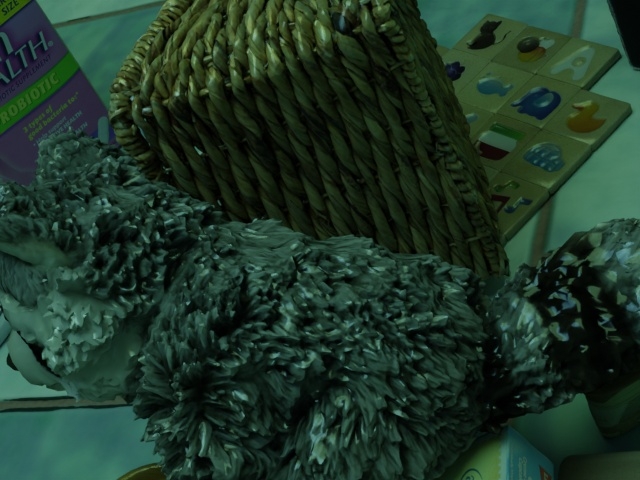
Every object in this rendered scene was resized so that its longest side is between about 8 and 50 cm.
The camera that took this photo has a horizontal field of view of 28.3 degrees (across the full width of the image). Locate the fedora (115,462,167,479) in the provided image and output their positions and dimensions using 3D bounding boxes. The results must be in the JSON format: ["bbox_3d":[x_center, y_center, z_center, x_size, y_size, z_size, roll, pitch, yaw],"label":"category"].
[{"bbox_3d":[-0.121,0.222,0.920,0.194,0.079,0.194,-18,41,16],"label":"fedora"}]

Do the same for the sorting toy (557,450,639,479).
[{"bbox_3d":[0.176,0.217,0.735,0.193,0.038,0.208,-19,36,55],"label":"sorting toy"}]

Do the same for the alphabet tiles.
[{"bbox_3d":[0.106,-0.085,1.166,0.342,0.011,0.285,-45,41,-17],"label":"alphabet tiles"}]

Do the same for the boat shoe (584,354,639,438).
[{"bbox_3d":[0.253,0.084,0.874,0.153,0.048,0.056,-28,26,-8],"label":"boat shoe"}]

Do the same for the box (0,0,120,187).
[{"bbox_3d":[-0.362,-0.139,1.329,0.213,0.243,0.117,-44,41,-18],"label":"box"}]

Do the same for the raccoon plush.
[{"bbox_3d":[0.000,0.000,0.818,0.446,0.299,0.216,-32,9,1],"label":"raccoon plush"}]

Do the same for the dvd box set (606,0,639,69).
[{"bbox_3d":[0.358,-0.398,1.113,0.062,0.307,0.420,15,57,43],"label":"dvd box set"}]

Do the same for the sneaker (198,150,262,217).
[{"bbox_3d":[-0.131,-0.007,1.156,0.275,0.107,0.110,-47,26,-16],"label":"sneaker"}]

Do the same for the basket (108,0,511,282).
[{"bbox_3d":[-0.008,-0.093,0.997,0.223,0.299,0.213,-20,41,13],"label":"basket"}]

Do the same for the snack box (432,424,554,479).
[{"bbox_3d":[0.047,0.275,0.730,0.187,0.060,0.322,-28,34,31],"label":"snack box"}]

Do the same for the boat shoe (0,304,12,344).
[{"bbox_3d":[-0.390,0.106,1.213,0.226,0.075,0.083,-42,41,-15],"label":"boat shoe"}]
